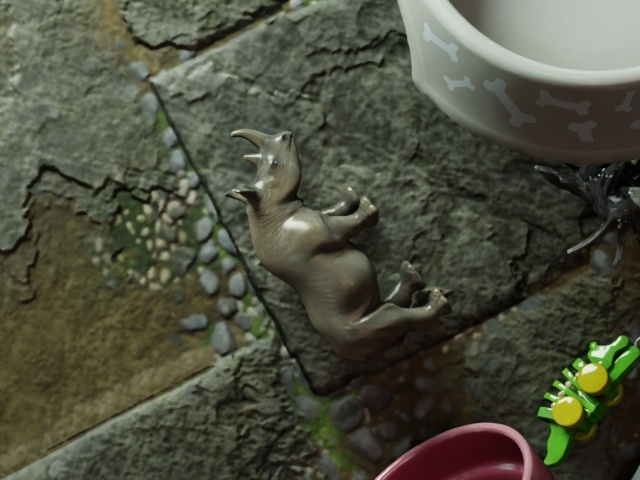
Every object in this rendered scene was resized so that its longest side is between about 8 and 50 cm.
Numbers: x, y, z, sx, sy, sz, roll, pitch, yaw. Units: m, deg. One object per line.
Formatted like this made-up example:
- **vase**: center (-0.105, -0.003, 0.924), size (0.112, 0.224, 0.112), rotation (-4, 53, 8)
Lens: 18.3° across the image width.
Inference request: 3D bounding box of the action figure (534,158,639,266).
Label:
- **action figure**: center (0.288, -0.113, 1.734), size (0.164, 0.141, 0.275), rotation (14, 89, -11)

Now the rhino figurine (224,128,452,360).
- **rhino figurine**: center (0.000, 0.000, 1.733), size (0.106, 0.073, 0.243), rotation (-40, 98, -6)

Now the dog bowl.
- **dog bowl**: center (0.219, -0.241, 1.652), size (0.349, 0.102, 0.348), rotation (0, 67, 1)

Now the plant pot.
- **plant pot**: center (0.143, 0.290, 1.731), size (0.201, 0.201, 0.180), rotation (-40, 115, -3)

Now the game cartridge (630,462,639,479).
- **game cartridge**: center (0.393, 0.313, 1.782), size (0.294, 0.060, 0.196), rotation (31, 96, 12)

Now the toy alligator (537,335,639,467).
- **toy alligator**: center (0.249, 0.119, 1.794), size (0.051, 0.056, 0.189), rotation (36, 89, 31)
